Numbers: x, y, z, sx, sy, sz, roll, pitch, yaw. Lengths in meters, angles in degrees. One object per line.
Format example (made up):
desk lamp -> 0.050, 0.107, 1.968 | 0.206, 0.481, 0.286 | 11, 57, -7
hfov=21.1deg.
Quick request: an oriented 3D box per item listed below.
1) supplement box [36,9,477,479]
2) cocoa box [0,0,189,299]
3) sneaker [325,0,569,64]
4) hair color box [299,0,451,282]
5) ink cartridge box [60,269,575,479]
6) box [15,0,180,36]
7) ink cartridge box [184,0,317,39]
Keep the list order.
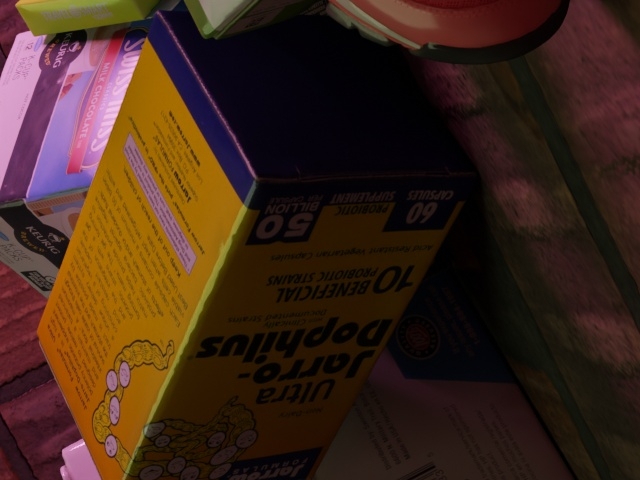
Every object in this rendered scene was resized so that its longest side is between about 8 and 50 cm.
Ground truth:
supplement box -> -0.063, 0.017, 1.351 | 0.195, 0.194, 0.356 | 59, 138, 35
cocoa box -> -0.143, -0.038, 1.695 | 0.347, 0.228, 0.231 | 47, -134, -42
sneaker -> 0.013, -0.220, 0.804 | 0.314, 0.116, 0.136 | 61, 173, 22
hair color box -> -0.013, -0.123, 1.530 | 0.347, 0.105, 0.174 | 66, 174, -20
ink cartridge box -> 0.006, 0.242, 1.550 | 0.285, 0.395, 0.166 | 61, 174, 26
box -> -0.193, -0.246, 1.622 | 0.178, 0.109, 0.042 | -1, 130, 40
ink cartridge box -> -0.017, -0.267, 1.053 | 0.255, 0.097, 0.189 | -33, 82, 50
